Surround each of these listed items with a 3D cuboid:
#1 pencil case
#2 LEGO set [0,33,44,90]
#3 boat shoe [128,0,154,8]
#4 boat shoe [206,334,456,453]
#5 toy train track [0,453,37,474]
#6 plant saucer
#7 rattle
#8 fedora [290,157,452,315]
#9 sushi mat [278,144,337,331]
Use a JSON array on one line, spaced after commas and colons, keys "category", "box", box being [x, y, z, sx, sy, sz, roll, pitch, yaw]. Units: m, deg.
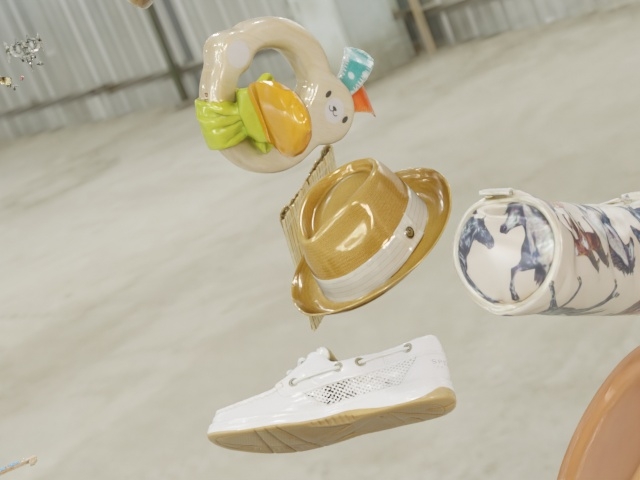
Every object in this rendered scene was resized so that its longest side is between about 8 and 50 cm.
[{"category": "pencil case", "box": [0.350, 0.015, 1.868, 0.160, 0.183, 0.410, -17, -12, 38]}, {"category": "LEGO set", "box": [-0.369, -0.226, 1.660, 0.054, 0.083, 0.023, 12, -20, -6]}, {"category": "boat shoe", "box": [-0.198, -0.446, 1.631, 0.123, 0.123, 0.342, 111, -179, -73]}, {"category": "boat shoe", "box": [0.008, 0.164, 1.457, 0.277, 0.096, 0.098, -13, -26, 14]}, {"category": "toy train track", "box": [-0.321, 0.237, 1.343, 0.083, 0.014, 0.048, -22, -26, -17]}, {"category": "plant saucer", "box": [0.211, 0.143, 0.910, 0.200, 0.037, 0.200, -63, 4, 8]}, {"category": "rattle", "box": [0.012, -0.116, 1.066, 0.200, 0.130, 0.143, 3, -11, -40]}, {"category": "fedora", "box": [0.031, -0.018, 1.276, 0.194, 0.079, 0.194, -31, 29, 19]}, {"category": "sushi mat", "box": [0.000, 0.000, 2.075, 0.019, 0.316, 0.151, 23, 62, 24]}]
